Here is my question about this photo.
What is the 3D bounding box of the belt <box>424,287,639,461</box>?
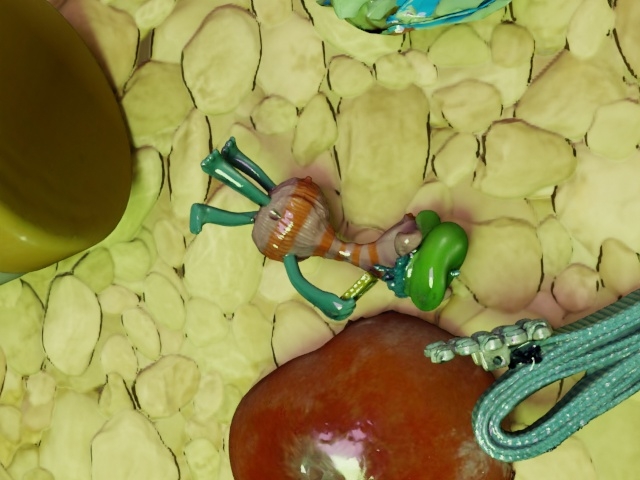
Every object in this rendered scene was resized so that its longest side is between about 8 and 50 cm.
[{"bbox_3d":[0.171,0.073,0.670,0.179,0.065,0.100,-30,85,-1],"label":"belt"}]

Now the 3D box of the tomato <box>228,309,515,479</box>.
[{"bbox_3d":[0.027,0.168,0.731,0.228,0.112,0.199,-40,79,22],"label":"tomato"}]

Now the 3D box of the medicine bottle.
[{"bbox_3d":[-0.312,-0.067,0.793,0.232,0.238,0.237,-21,83,22],"label":"medicine bottle"}]

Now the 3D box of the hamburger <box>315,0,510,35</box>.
[{"bbox_3d":[0.033,-0.282,0.691,0.276,0.150,0.260,18,97,22],"label":"hamburger"}]

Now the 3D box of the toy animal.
[{"bbox_3d":[0.000,0.000,0.740,0.208,0.100,0.103,24,62,8],"label":"toy animal"}]
